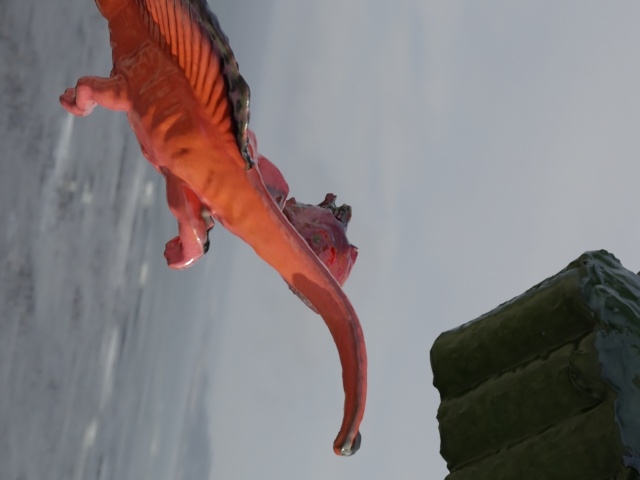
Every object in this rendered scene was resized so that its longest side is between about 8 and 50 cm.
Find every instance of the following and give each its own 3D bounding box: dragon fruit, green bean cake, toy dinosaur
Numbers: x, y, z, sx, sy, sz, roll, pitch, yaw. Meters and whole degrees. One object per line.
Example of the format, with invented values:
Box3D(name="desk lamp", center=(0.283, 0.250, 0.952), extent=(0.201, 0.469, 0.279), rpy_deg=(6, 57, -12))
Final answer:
Box3D(name="dragon fruit", center=(0.000, 0.000, 1.649), extent=(0.111, 0.153, 0.153), rpy_deg=(-39, 174, -10))
Box3D(name="green bean cake", center=(0.251, 0.193, 1.040), extent=(0.218, 0.335, 0.319), rpy_deg=(-31, -130, 30))
Box3D(name="toy dinosaur", center=(-0.040, -0.043, 0.678), extent=(0.286, 0.070, 0.139), rpy_deg=(56, -30, 18))
